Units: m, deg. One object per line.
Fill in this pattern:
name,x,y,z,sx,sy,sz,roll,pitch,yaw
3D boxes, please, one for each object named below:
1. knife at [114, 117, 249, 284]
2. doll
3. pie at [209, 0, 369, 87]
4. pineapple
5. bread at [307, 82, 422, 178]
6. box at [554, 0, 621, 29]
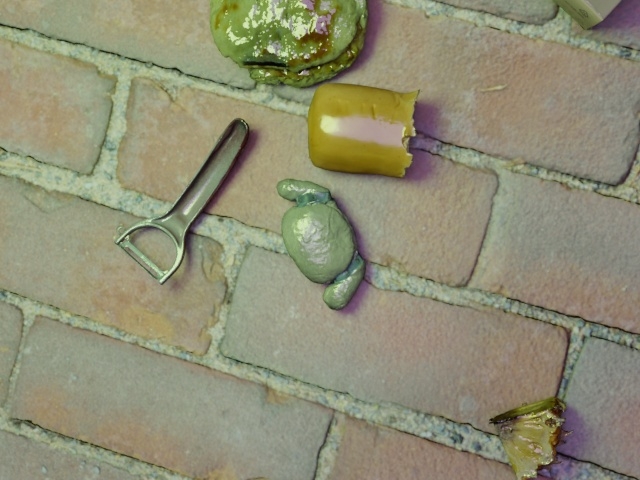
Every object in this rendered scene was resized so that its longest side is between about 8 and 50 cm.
knife,-0.201,-0.076,1.436,0.123,0.053,0.278,39,95,12
doll,0.000,0.000,1.389,0.103,0.071,0.214,-26,89,10
pie,-0.048,-0.331,1.392,0.247,0.090,0.201,-4,92,14
pineapple,0.297,0.284,1.338,0.116,0.069,0.137,22,95,9
bread,0.060,-0.165,1.373,0.173,0.085,0.134,6,90,10
box,0.391,-0.457,1.295,0.203,0.106,0.252,42,94,-1
